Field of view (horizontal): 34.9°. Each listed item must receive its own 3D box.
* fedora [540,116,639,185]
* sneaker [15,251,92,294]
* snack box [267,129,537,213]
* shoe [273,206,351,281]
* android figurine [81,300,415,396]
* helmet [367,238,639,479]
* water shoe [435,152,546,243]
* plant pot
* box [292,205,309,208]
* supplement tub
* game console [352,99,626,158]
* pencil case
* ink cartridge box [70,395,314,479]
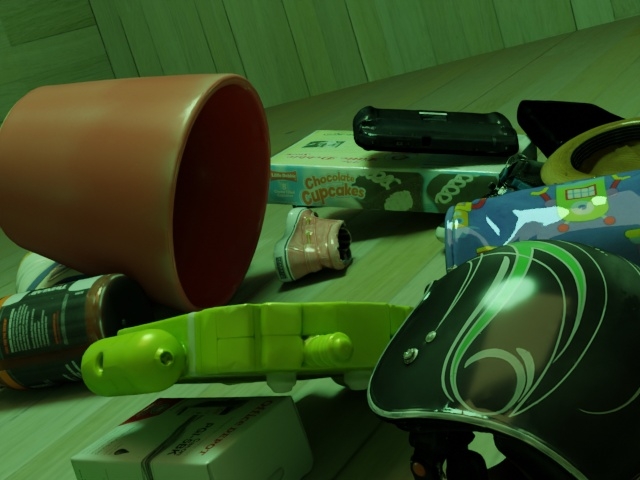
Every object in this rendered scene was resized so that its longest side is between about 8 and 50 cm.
[{"bbox_3d":[0.318,-0.061,1.027,0.194,0.079,0.194,-16,22,6],"label":"fedora"},{"bbox_3d":[-0.233,0.050,1.283,0.297,0.111,0.131,-17,34,-4],"label":"sneaker"},{"bbox_3d":[0.103,-0.093,1.326,0.322,0.060,0.187,4,21,24],"label":"snack box"},{"bbox_3d":[0.000,0.000,1.234,0.081,0.063,0.178,-10,17,12],"label":"shoe"},{"bbox_3d":[-0.035,0.082,0.731,0.248,0.056,0.273,5,-10,-36],"label":"android figurine"},{"bbox_3d":[0.118,0.078,0.530,0.169,0.169,0.161,-5,33,42],"label":"helmet"},{"bbox_3d":[0.216,-0.056,1.131,0.203,0.080,0.073,-19,13,-8],"label":"water shoe"},{"bbox_3d":[-0.217,-0.065,1.157,0.243,0.274,0.275,9,21,17],"label":"plant pot"},{"bbox_3d":[0.046,-0.086,1.589,0.162,0.029,0.116,-6,17,45],"label":"box"},{"bbox_3d":[-0.281,0.100,1.068,0.198,0.106,0.106,-11,14,21],"label":"supplement tub"},{"bbox_3d":[0.220,-0.135,1.263,0.362,0.043,0.213,3,20,-2],"label":"game console"},{"bbox_3d":[0.248,-0.003,0.779,0.306,0.119,0.133,-13,43,14],"label":"pencil case"},{"bbox_3d":[-0.089,0.153,0.708,0.135,0.056,0.099,-8,15,37],"label":"ink cartridge box"}]
